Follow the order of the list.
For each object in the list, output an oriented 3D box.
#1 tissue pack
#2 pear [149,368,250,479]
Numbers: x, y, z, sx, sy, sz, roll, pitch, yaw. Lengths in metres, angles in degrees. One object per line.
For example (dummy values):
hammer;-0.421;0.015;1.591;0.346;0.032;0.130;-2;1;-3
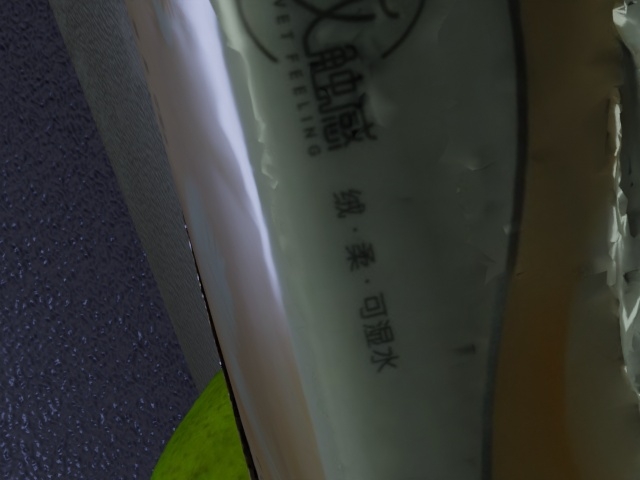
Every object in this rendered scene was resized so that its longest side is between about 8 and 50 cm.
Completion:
tissue pack;0.079;-0.005;0.483;0.238;0.238;0.305;-130;24;-58
pear;0.010;0.148;0.968;0.139;0.239;0.288;94;152;-62
